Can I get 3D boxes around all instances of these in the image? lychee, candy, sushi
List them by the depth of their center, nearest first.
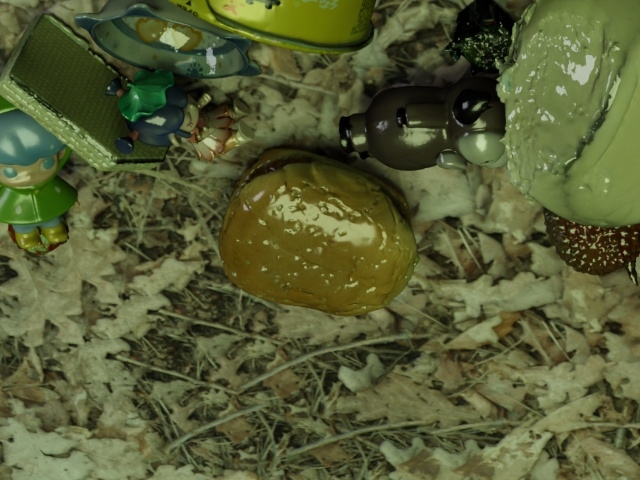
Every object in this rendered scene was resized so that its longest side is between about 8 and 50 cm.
[{"bbox_3d":[0.213,-0.259,1.913,0.083,0.056,0.085,32,126,-29],"label":"sushi"},{"bbox_3d":[0.390,-0.028,2.016,0.165,0.165,0.197,-33,105,30],"label":"lychee"},{"bbox_3d":[-0.443,-0.103,2.132,0.084,0.078,0.287,-7,122,17],"label":"candy"}]

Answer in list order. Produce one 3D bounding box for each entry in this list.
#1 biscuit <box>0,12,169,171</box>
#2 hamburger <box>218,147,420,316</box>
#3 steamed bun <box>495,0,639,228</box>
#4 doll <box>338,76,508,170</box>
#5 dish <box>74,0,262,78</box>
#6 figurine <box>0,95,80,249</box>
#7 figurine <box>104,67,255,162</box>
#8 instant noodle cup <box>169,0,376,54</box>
[{"bbox_3d":[-0.310,-0.180,1.984,0.252,0.150,0.052,38,132,-25],"label":"biscuit"},{"bbox_3d":[-0.001,-0.001,2.107,0.283,0.144,0.259,12,129,-10],"label":"hamburger"},{"bbox_3d":[0.374,-0.193,1.819,0.312,0.233,0.334,11,118,-40],"label":"steamed bun"},{"bbox_3d":[0.157,-0.153,1.950,0.257,0.182,0.117,-1,87,23],"label":"doll"},{"bbox_3d":[-0.178,-0.285,1.889,0.228,0.086,0.236,-4,161,44],"label":"dish"},{"bbox_3d":[-0.411,-0.110,2.048,0.162,0.143,0.263,-11,125,-10],"label":"figurine"},{"bbox_3d":[-0.191,-0.159,1.986,0.195,0.111,0.102,23,132,-41],"label":"figurine"},{"bbox_3d":[-0.041,-0.395,1.665,0.326,0.325,0.254,20,117,-10],"label":"instant noodle cup"}]
